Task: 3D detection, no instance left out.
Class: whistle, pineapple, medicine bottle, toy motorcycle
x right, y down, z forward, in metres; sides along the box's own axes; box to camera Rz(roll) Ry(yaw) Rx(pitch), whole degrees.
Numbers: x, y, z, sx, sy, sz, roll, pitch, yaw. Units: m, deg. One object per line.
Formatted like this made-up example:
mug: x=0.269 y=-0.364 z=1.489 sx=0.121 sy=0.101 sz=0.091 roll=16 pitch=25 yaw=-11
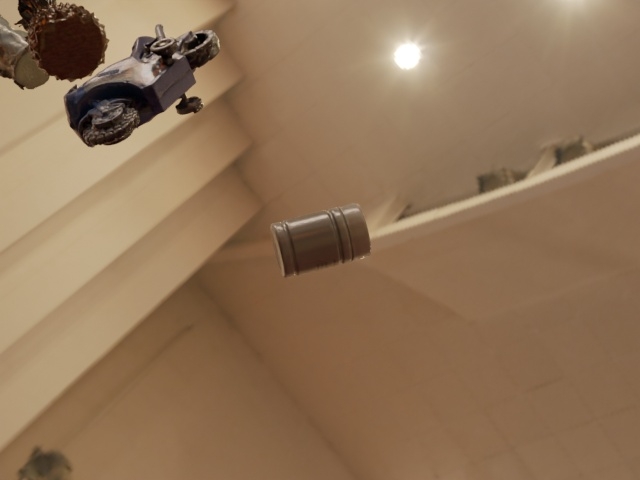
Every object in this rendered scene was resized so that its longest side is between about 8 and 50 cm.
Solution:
whistle: x=-0.456 y=-0.276 z=1.523 sx=0.346 sy=0.134 sz=0.142 roll=33 pitch=-46 yaw=37
pineapple: x=-0.187 y=-0.153 z=0.856 sx=0.124 sy=0.058 sz=0.058 roll=-128 pitch=-154 yaw=-59
medicine bottle: x=0.000 y=0.000 z=1.206 sx=0.091 sy=0.058 sz=0.058 roll=-14 pitch=-63 yaw=-8
toy motorcycle: x=-0.182 y=-0.149 z=1.171 sx=0.114 sy=0.205 sz=0.076 roll=0 pitch=-54 yaw=34
